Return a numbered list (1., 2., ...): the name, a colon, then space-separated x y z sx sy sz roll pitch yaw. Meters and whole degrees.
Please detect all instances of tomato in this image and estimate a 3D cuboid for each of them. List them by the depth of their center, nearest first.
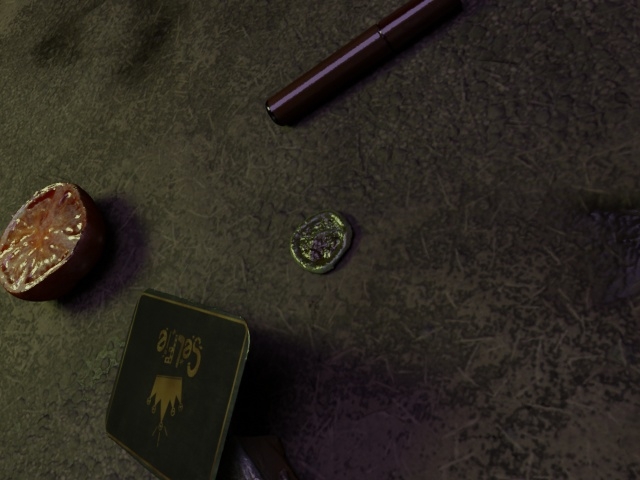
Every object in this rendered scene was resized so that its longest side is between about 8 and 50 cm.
1. tomato: -0.480 0.011 1.378 0.237 0.095 0.236 -17 55 25

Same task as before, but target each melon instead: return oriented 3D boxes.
1. melon: -0.054 0.327 0.959 0.182 0.098 0.054 50 120 38

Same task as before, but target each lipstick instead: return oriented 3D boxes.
1. lipstick: 0.064 -0.302 1.229 0.357 0.057 0.057 -33 53 14

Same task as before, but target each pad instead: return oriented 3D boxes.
1. pad: -0.230 0.165 1.061 0.375 0.063 0.315 5 79 54

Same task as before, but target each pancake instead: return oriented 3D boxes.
1. pancake: 0.001 -0.001 1.139 0.108 0.017 0.108 -11 65 25

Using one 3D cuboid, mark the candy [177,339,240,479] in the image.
1. candy: -0.152 0.286 1.039 0.061 0.088 0.312 -19 58 24
